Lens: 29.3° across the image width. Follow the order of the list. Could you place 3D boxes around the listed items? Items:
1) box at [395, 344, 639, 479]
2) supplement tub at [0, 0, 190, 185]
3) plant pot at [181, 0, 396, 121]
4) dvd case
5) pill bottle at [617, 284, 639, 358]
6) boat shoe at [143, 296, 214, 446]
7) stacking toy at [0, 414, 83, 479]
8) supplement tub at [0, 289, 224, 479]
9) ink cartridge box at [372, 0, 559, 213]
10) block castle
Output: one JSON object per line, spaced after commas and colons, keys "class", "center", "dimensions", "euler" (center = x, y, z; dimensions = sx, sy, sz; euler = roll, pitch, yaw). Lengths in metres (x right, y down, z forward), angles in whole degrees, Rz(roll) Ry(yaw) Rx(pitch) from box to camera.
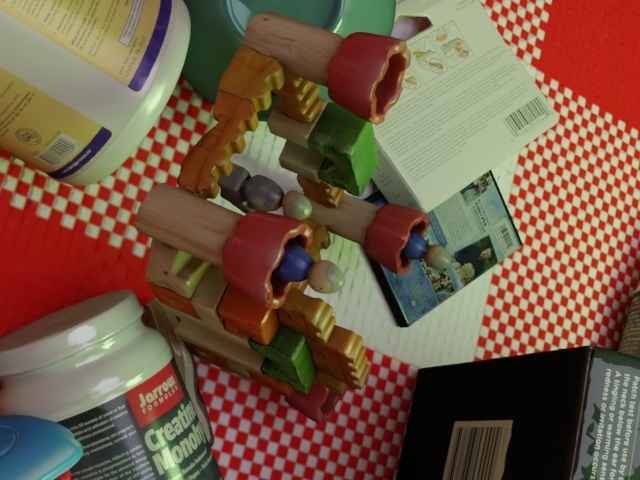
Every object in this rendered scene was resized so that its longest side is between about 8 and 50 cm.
{"class": "box", "center": [0.386, 0.329, 1.467], "dimensions": [0.472, 0.480, 0.297], "euler": [17, 77, -15]}
{"class": "supplement tub", "center": [-0.326, -0.228, 1.243], "dimensions": [0.331, 0.241, 0.241], "euler": [31, 69, -29]}
{"class": "plant pot", "center": [-0.046, -0.276, 1.394], "dimensions": [0.290, 0.195, 0.290], "euler": [-1, 98, -4]}
{"class": "dvd case", "center": [0.164, -0.017, 1.697], "dimensions": [0.253, 0.022, 0.180], "euler": [-32, 102, -33]}
{"class": "pill bottle", "center": [0.540, 0.156, 1.856], "dimensions": [0.161, 0.161, 0.283], "euler": [31, 69, -29]}
{"class": "boat shoe", "center": [-0.181, 0.161, 1.415], "dimensions": [0.072, 0.068, 0.190], "euler": [-17, 94, -19]}
{"class": "stacking toy", "center": [-0.300, 0.334, 1.171], "dimensions": [0.166, 0.175, 0.302], "euler": [-30, 115, -52]}
{"class": "supplement tub", "center": [-0.224, 0.209, 1.299], "dimensions": [0.191, 0.191, 0.272], "euler": [-27, 101, -34]}
{"class": "ink cartridge box", "center": [0.156, -0.201, 1.683], "dimensions": [0.296, 0.066, 0.261], "euler": [-33, 89, -33]}
{"class": "block castle", "center": [0.000, 0.000, 1.315], "dimensions": [0.303, 0.213, 0.453], "euler": [-61, 162, -19]}
